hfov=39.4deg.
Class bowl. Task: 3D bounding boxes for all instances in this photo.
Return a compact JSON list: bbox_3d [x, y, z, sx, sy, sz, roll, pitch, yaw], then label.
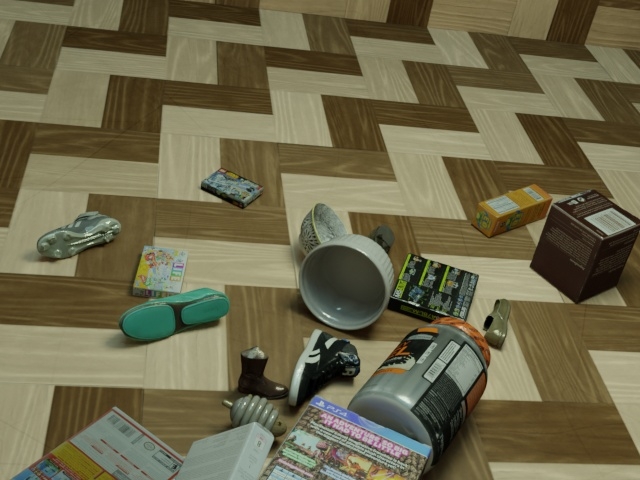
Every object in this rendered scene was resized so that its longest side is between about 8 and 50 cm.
[{"bbox_3d":[0.000,0.000,2.148,0.170,0.080,0.170,44,31,-35],"label":"bowl"}]

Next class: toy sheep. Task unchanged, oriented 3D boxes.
[{"bbox_3d":[-0.125,0.331,1.677,0.132,0.091,0.091,21,36,5],"label":"toy sheep"}]

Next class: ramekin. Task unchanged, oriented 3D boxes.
[{"bbox_3d":[0.066,0.084,1.975,0.207,0.207,0.109,21,28,14],"label":"ramekin"}]

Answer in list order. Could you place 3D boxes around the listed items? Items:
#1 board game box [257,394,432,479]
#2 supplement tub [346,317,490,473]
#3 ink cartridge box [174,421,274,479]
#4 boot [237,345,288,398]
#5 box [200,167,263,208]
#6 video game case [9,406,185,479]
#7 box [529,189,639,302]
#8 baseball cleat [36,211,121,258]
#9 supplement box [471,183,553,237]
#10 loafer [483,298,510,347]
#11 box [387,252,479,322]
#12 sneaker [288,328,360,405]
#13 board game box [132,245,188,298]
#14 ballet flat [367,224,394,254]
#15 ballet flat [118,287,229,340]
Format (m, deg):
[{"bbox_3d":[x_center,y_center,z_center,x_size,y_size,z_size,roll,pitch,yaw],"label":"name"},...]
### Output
[{"bbox_3d":[0.024,0.442,1.512,0.232,0.141,0.291,22,37,15],"label":"board game box"},{"bbox_3d":[0.201,0.291,1.727,0.193,0.194,0.316,26,37,20],"label":"supplement tub"},{"bbox_3d":[-0.188,0.421,1.469,0.066,0.189,0.232,40,47,-23],"label":"ink cartridge box"},{"bbox_3d":[-0.108,0.258,1.754,0.106,0.114,0.037,5,36,-8],"label":"boot"},{"bbox_3d":[-0.232,-0.138,2.345,0.137,0.027,0.094,26,39,19],"label":"box"},{"bbox_3d":[-0.389,0.418,1.534,0.204,0.025,0.285,30,39,24],"label":"video game case"},{"bbox_3d":[0.659,0.012,2.228,0.168,0.203,0.167,-17,44,-34],"label":"box"},{"bbox_3d":[-0.567,-0.014,2.062,0.206,0.072,0.109,-13,28,-37],"label":"baseball cleat"},{"bbox_3d":[0.522,-0.082,2.430,0.233,0.078,0.080,-17,47,-32],"label":"supplement box"},{"bbox_3d":[0.403,0.181,2.050,0.050,0.056,0.148,19,35,0],"label":"loafer"},{"bbox_3d":[0.269,0.120,2.111,0.184,0.045,0.191,15,36,10],"label":"box"},{"bbox_3d":[0.017,0.263,1.811,0.121,0.079,0.217,15,34,8],"label":"sneaker"},{"bbox_3d":[-0.359,0.073,2.018,0.103,0.026,0.154,8,35,-6],"label":"board game box"},{"bbox_3d":[0.113,0.048,2.164,0.084,0.058,0.250,46,41,-13],"label":"ballet flat"},{"bbox_3d":[-0.315,0.154,1.890,0.247,0.083,0.087,-11,17,-28],"label":"ballet flat"}]
